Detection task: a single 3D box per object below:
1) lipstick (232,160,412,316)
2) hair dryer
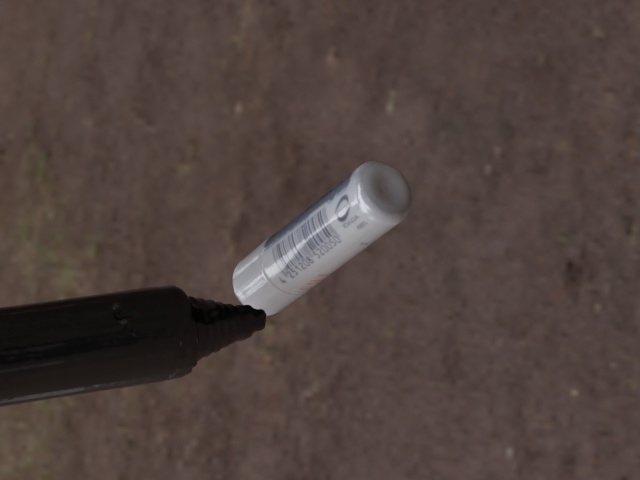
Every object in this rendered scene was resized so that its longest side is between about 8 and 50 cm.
[{"bbox_3d":[0.000,0.000,1.052,0.141,0.040,0.040,-38,49,49],"label":"lipstick"},{"bbox_3d":[-0.186,0.076,0.978,0.189,0.352,0.107,-56,49,44],"label":"hair dryer"}]
